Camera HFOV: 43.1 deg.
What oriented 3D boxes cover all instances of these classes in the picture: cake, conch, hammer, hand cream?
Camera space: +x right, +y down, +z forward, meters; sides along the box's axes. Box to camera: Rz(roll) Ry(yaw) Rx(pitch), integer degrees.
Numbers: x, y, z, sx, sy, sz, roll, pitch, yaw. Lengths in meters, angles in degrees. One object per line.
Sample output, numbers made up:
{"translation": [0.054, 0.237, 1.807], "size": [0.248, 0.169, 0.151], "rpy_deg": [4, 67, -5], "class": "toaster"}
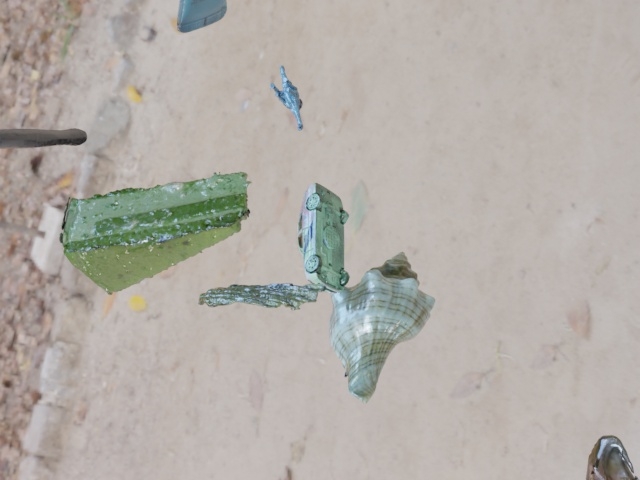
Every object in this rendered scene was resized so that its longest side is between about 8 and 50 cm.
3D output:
{"translation": [-0.185, -0.011, 0.984], "size": [0.235, 0.099, 0.100], "rpy_deg": [-10, 50, 10], "class": "cake"}
{"translation": [0.113, 0.137, 1.581], "size": [0.386, 0.203, 0.170], "rpy_deg": [-54, -26, -58], "class": "conch"}
{"translation": [-0.274, -0.087, 0.688], "size": [0.103, 0.246, 0.029], "rpy_deg": [6, 99, 10], "class": "hammer"}
{"translation": [-0.108, -0.325, 0.845], "size": [0.048, 0.083, 0.224], "rpy_deg": [33, 132, 16], "class": "hand cream"}

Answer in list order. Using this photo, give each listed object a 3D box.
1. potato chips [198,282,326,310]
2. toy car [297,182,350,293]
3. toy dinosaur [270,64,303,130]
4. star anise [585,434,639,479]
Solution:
{"translation": [-0.096, 0.086, 1.210], "size": [0.207, 0.092, 0.028], "rpy_deg": [0, 106, 28], "class": "potato chips"}
{"translation": [0.000, 0.000, 1.568], "size": [0.076, 0.090, 0.224], "rpy_deg": [-22, 54, 35], "class": "toy car"}
{"translation": [-0.068, -0.308, 1.713], "size": [0.045, 0.080, 0.197], "rpy_deg": [-26, 53, 13], "class": "toy dinosaur"}
{"translation": [0.212, 0.267, 0.503], "size": [0.088, 0.288, 0.288], "rpy_deg": [142, 134, -59], "class": "star anise"}
